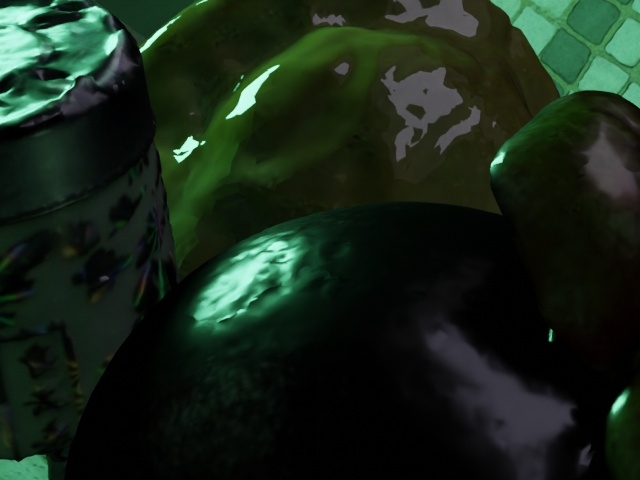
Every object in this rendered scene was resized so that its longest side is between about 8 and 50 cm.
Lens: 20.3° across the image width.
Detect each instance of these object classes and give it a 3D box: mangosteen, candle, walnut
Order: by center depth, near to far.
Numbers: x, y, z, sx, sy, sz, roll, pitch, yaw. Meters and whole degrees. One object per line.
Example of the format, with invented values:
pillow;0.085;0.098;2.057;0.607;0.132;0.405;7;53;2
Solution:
mangosteen;0.083;0.141;0.821;0.382;0.435;0.382;21;48;-26
candle;-0.165;0.033;0.990;0.187;0.330;0.187;-6;29;3
walnut;-0.007;0.012;1.215;0.383;0.384;0.383;32;12;-8

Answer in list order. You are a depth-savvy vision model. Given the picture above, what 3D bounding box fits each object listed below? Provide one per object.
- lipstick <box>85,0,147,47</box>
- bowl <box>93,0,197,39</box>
lipstick;-0.115;-0.081;1.408;0.371;0.076;0.080;35;42;-31
bowl;-0.166;-0.078;1.540;0.345;0.157;0.346;28;47;-35
